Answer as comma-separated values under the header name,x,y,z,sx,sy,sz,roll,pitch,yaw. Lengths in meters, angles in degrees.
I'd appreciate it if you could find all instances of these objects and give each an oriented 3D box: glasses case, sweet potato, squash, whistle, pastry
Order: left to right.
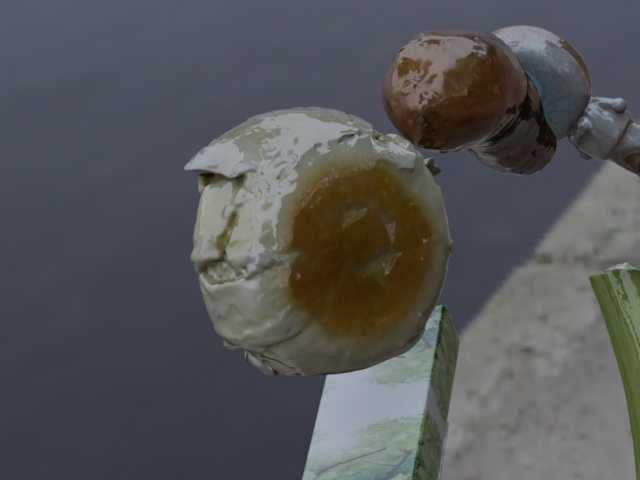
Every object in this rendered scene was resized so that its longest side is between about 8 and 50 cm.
name,x,y,z,sx,sy,sz,roll,pitch,yaw
pastry,0.000,0.000,1.147,0.166,0.166,0.088,-32,19,-31
glasses case,0.044,0.159,1.467,0.095,0.062,0.272,-10,34,18
sweet potato,0.118,-0.103,1.454,0.097,0.097,0.292,4,-2,22
whistle,0.207,-0.108,1.622,0.220,0.107,0.057,29,45,1
squash,0.236,0.134,1.292,0.083,0.250,0.083,-11,-4,-1
